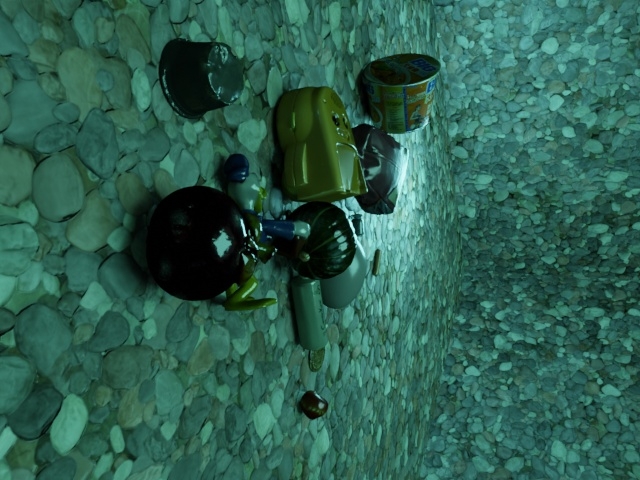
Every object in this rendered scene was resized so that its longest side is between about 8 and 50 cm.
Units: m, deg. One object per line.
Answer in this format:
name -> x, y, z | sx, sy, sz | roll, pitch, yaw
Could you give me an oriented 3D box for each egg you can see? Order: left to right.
egg -> 0.052, 0.094, 1.520 | 0.176, 0.176, 0.232 | -22, 113, -62

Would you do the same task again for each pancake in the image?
pancake -> -0.010, 0.364, 1.599 | 0.115, 0.011, 0.115 | 2, 90, -64

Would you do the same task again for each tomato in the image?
tomato -> -0.022, 0.495, 1.507 | 0.075, 0.087, 0.087 | -50, 144, -10

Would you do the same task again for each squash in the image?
squash -> -0.004, 0.001, 1.327 | 0.172, 0.218, 0.218 | -61, 144, -55

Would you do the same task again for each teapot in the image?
teapot -> 0.126, -0.056, 1.825 | 0.049, 0.063, 0.083 | -149, -124, -83

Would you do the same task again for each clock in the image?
clock -> -0.005, -0.266, 1.386 | 0.244, 0.200, 0.317 | -1, 85, -67

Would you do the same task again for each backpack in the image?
backpack -> 0.170, -0.254, 1.724 | 0.317, 0.197, 0.284 | 27, 69, -57

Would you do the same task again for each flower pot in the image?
flower pot -> -0.225, -0.326, 0.998 | 0.157, 0.106, 0.158 | 1, 90, -66

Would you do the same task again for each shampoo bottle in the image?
shampoo bottle -> -0.035, 0.184, 1.452 | 0.085, 0.085, 0.263 | -38, 125, -58

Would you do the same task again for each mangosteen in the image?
mangosteen -> -0.195, 0.008, 0.935 | 0.249, 0.211, 0.212 | 4, 88, -30

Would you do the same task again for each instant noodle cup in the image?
instant noodle cup -> 0.308, -0.553, 1.910 | 0.296, 0.296, 0.214 | -61, 151, -43

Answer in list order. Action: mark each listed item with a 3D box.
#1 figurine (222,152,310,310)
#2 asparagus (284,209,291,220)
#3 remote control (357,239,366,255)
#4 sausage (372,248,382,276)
figurine -> -0.134, -0.033, 1.123 | 0.283, 0.204, 0.339 | -13, 91, -38
asparagus -> -0.101, -0.032, 1.376 | 0.015, 0.018, 0.127 | 98, 8, -62
remote control -> 0.089, 0.035, 1.734 | 0.277, 0.055, 0.103 | 45, 52, -58
sausage -> 0.234, 0.092, 2.072 | 0.026, 0.026, 0.116 | 42, 55, -58
